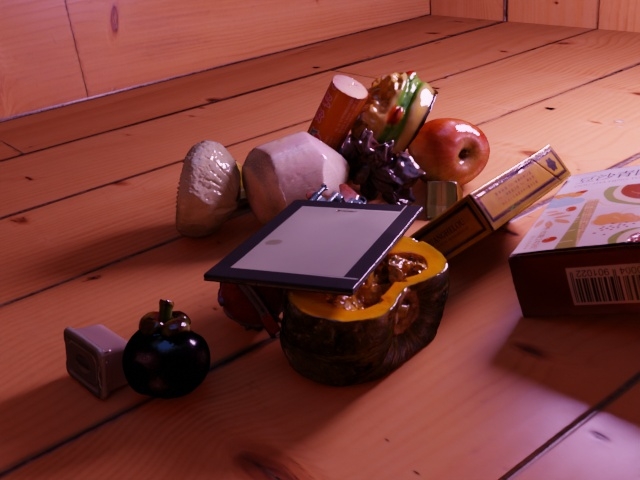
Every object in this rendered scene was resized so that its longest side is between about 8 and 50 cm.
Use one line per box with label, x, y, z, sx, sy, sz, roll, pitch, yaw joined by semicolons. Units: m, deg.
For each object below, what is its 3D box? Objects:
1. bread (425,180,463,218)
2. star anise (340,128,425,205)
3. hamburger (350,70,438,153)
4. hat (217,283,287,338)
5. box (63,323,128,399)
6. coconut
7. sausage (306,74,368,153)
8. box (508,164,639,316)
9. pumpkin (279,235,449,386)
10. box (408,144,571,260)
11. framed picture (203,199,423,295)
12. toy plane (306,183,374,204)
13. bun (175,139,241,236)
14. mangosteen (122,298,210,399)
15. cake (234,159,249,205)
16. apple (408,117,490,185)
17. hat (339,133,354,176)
bread;0.283;-0.083;1.700;0.074;0.084;0.139;1;-5;15
star anise;0.126;-0.153;1.703;0.099;0.214;0.220;-40;-3;-23
hamburger;0.161;-0.301;1.779;0.149;0.237;0.237;29;27;-5
hat;-0.093;0.081;1.357;0.140;0.128;0.227;32;15;6
box;-0.353;0.187;1.192;0.122;0.089;0.062;19;25;41
coconut;-0.048;-0.131;1.659;0.234;0.224;0.224;-21;29;-25
sausage;0.006;-0.233;1.763;0.093;0.312;0.093;20;35;-14
box;0.553;-0.015;1.277;0.345;0.122;0.385;-6;20;36
pumpkin;0.061;0.101;1.215;0.222;0.139;0.317;18;36;37
box;0.330;-0.065;1.454;0.301;0.084;0.193;-29;-6;-40
framed picture;0.000;0.000;1.270;0.265;0.016;0.347;3;25;24
toy plane;0.033;-0.008;1.463;0.223;0.104;0.326;35;35;8
bun;-0.242;-0.110;1.656;0.134;0.220;0.220;13;26;-1
mangosteen;-0.233;0.163;1.135;0.137;0.151;0.137;1;8;0
cake;-0.214;-0.126;1.854;0.116;0.079;0.185;-30;43;-19
apple;0.297;-0.208;1.782;0.199;0.199;0.199;-5;25;2
hat;0.087;-0.215;1.932;0.206;0.089;0.205;0;23;0
